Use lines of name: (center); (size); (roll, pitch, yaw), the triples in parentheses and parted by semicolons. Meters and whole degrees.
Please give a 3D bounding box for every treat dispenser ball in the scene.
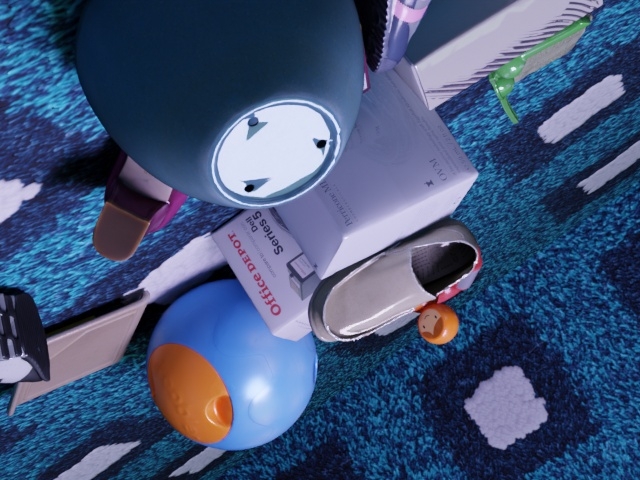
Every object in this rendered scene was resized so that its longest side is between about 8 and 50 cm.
treat dispenser ball: (-0.149, 0.208, 2.122); (0.288, 0.288, 0.288); (-30, 164, -10)

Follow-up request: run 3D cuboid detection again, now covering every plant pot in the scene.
plant pot: (-0.074, -0.144, 1.226); (0.290, 0.195, 0.290); (-15, 137, -14)

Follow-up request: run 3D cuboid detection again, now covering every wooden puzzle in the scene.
wooden puzzle: (-0.394, 0.175, 2.022); (0.239, 0.044, 0.221); (-28, 163, -33)

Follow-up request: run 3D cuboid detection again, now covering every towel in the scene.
towel: (0.369, -0.314, 2.048); (0.148, 0.027, 0.110); (-28, 162, -18)

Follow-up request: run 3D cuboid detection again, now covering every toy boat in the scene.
toy boat: (0.148, 0.087, 1.856); (0.231, 0.151, 0.151); (-18, 151, -25)

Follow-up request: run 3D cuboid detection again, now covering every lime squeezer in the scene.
lime squeezer: (0.313, -0.270, 1.999); (0.110, 0.058, 0.310); (-17, 160, -19)

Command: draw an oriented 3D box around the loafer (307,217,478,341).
loafer: (0.104, 0.052, 1.729); (0.268, 0.102, 0.092); (-32, -167, -12)

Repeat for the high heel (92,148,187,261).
high heel: (-0.157, -0.153, 1.482); (0.377, 0.127, 0.181); (-50, -169, 28)

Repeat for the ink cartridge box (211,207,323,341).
ink cartridge box: (0.000, 0.000, 1.958); (0.273, 0.198, 0.115); (-36, 162, 10)

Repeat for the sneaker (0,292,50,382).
sneaker: (-0.460, 0.135, 1.683); (0.146, 0.122, 0.330); (-15, 165, 3)

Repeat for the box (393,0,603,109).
box: (0.220, -0.295, 1.634); (0.275, 0.113, 0.094); (-31, 140, -2)

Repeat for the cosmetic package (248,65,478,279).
cosmetic package: (0.047, -0.106, 1.694); (0.225, 0.224, 0.138); (-26, 163, -23)

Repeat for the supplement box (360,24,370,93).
supplement box: (-0.006, -0.228, 1.459); (0.081, 0.104, 0.188); (-33, 164, -3)

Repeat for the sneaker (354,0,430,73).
sneaker: (0.116, -0.301, 1.377); (0.131, 0.112, 0.319); (-13, 153, -15)
